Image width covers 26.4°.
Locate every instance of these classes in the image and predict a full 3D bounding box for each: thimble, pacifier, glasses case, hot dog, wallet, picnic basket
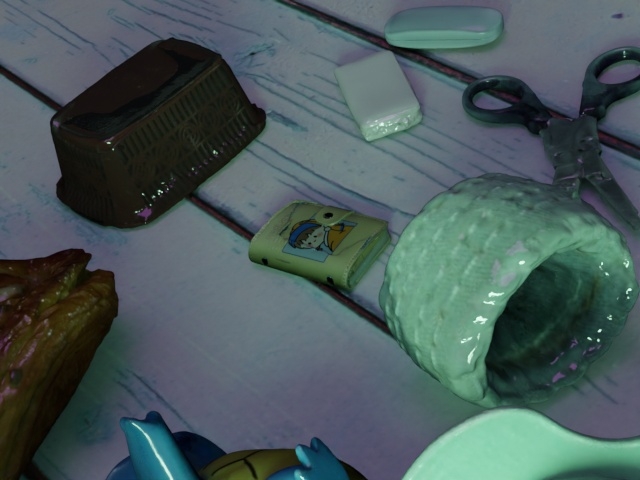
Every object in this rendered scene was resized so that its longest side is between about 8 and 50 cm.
[{"bbox_3d":[0.195,0.047,1.387,0.250,0.205,0.172,-36,40,-13],"label":"thimble"},{"bbox_3d":[0.205,0.274,1.127,0.343,0.288,0.269,9,-2,-6],"label":"pacifier"},{"bbox_3d":[0.177,-0.308,1.970,0.178,0.045,0.067,3,42,27],"label":"glasses case"},{"bbox_3d":[-0.376,0.140,1.540,0.266,0.174,0.388,-1,42,25],"label":"hot dog"},{"bbox_3d":[0.000,0.000,1.666,0.155,0.039,0.110,15,50,35],"label":"wallet"},{"bbox_3d":[-0.237,-0.159,1.893,0.222,0.129,0.297,24,55,40],"label":"picnic basket"},{"bbox_3d":[0.081,-0.203,1.892,0.095,0.033,0.190,-21,36,-1],"label":"wallet"}]

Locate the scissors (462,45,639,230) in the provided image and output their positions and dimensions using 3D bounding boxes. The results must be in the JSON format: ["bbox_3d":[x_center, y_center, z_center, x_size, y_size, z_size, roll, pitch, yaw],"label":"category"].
[{"bbox_3d":[0.317,-0.121,1.690,0.256,0.029,0.383,-12,36,7],"label":"scissors"}]

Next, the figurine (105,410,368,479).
[{"bbox_3d":[-0.024,0.264,1.229,0.416,0.243,0.298,28,13,40],"label":"figurine"}]
